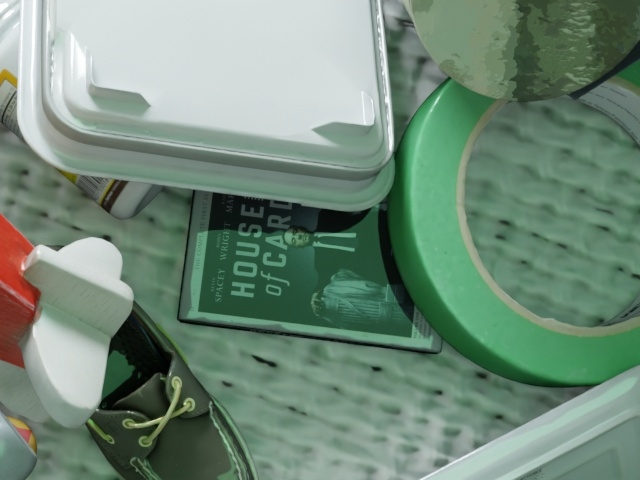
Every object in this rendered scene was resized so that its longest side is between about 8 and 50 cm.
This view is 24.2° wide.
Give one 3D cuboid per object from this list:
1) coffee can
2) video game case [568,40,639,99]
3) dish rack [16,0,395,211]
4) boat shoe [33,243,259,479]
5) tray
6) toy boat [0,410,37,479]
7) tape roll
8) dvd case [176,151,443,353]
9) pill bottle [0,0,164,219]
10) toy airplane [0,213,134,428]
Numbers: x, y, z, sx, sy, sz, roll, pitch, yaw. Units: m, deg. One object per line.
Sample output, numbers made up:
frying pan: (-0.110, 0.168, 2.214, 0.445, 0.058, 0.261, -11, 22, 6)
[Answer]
coffee can: (0.147, -0.260, 1.245, 0.202, 0.275, 0.201, -4, 119, -6)
video game case: (0.286, -0.265, 1.285, 0.026, 0.196, 0.274, 36, 41, -27)
dish rack: (-0.084, -0.178, 1.267, 0.333, 0.072, 0.285, 6, 63, -20)
boat shoe: (-0.160, 0.129, 1.277, 0.109, 0.091, 0.305, -38, 88, -10)
tray: (0.185, 0.220, 1.294, 0.270, 0.030, 0.145, -26, 128, -10)
toy boat: (-0.386, 0.148, 1.217, 0.318, 0.148, 0.267, 10, 81, -5)
tape roll: (0.223, -0.029, 1.339, 0.321, 0.077, 0.321, 2, 81, -14)
dvd case: (0.000, 0.000, 1.347, 0.239, 0.029, 0.179, 8, 81, -7)
pill bottle: (-0.214, -0.125, 1.293, 0.215, 0.117, 0.117, 41, 79, -1)
toy airplane: (-0.326, 0.015, 1.068, 0.272, 0.386, 0.384, -31, 77, 19)
